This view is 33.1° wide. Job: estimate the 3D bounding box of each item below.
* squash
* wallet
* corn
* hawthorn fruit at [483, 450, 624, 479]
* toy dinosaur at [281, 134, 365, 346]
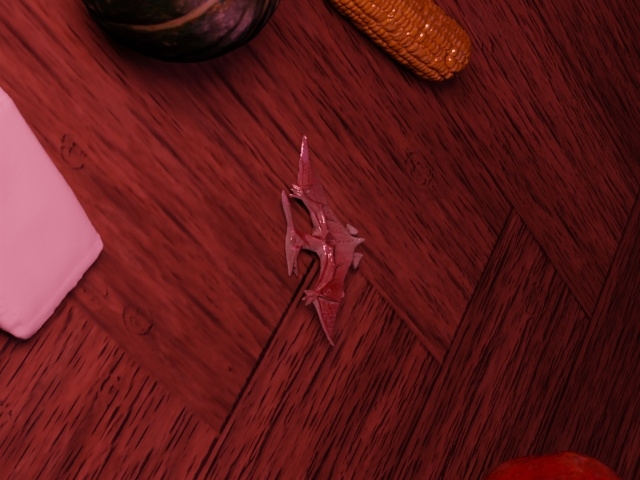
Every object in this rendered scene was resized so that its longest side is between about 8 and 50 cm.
[{"bbox_3d":[-0.116,-0.254,0.893,0.218,0.172,0.218,12,73,-47],"label":"squash"},{"bbox_3d":[-0.248,-0.019,0.838,0.124,0.032,0.183,-56,134,-33],"label":"wallet"},{"bbox_3d":[0.083,-0.244,1.171,0.238,0.080,0.080,28,69,-40],"label":"corn"},{"bbox_3d":[0.256,0.383,1.259,0.266,0.210,0.230,-41,132,-23],"label":"hawthorn fruit"},{"bbox_3d":[0.001,0.000,1.112,0.108,0.032,0.220,-3,82,-43],"label":"toy dinosaur"}]
